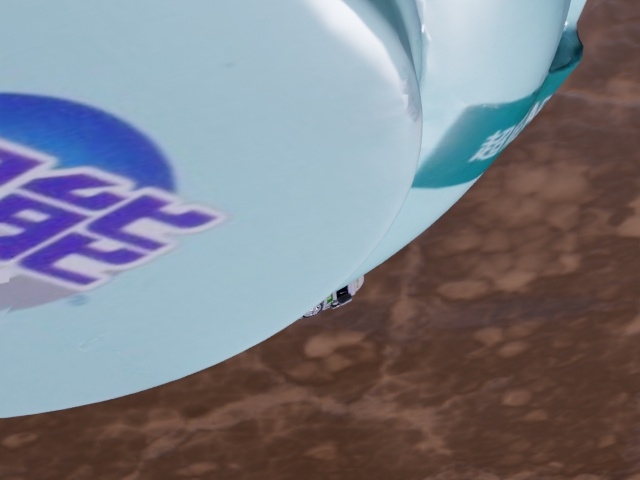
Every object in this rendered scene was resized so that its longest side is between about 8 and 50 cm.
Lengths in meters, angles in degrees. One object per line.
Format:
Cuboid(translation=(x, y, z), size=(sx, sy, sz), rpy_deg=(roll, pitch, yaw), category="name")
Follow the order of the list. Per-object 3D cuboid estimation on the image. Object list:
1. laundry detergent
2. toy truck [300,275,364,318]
Cuboid(translation=(-0.091, -0.131, 0.464), size=(0.287, 0.305, 0.287), rpy_deg=(-8, 147, -5), category="laundry detergent")
Cuboid(translation=(0.000, 0.000, 0.929), size=(0.044, 0.039, 0.083), rpy_deg=(-21, 146, -11), category="toy truck")
